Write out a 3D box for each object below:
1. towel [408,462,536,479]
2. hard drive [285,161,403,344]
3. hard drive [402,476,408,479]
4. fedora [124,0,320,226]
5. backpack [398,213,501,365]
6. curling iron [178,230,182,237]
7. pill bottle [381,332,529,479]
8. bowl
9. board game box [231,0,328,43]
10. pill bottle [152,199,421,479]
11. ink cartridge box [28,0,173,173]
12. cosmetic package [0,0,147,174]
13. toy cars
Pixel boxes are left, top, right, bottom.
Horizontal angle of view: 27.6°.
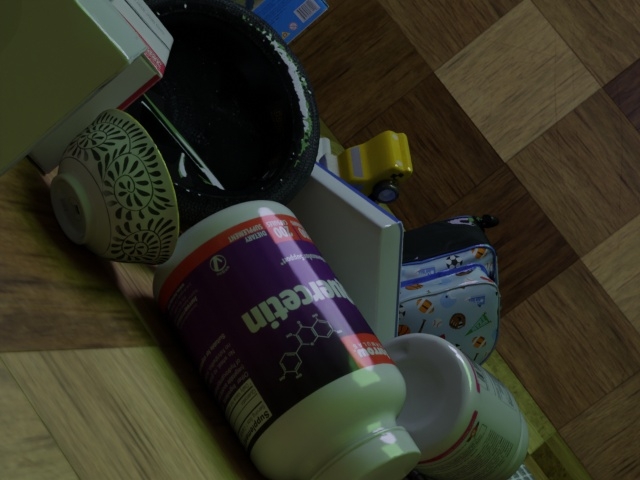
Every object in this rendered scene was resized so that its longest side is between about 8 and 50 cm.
[{"bbox_3d":[0.206,0.318,1.936,0.283,0.121,0.235,56,12,24],"label":"towel"},{"bbox_3d":[0.000,0.000,1.783,0.319,0.040,0.210,38,-43,45],"label":"hard drive"},{"bbox_3d":[0.007,0.198,1.687,0.233,0.047,0.353,45,12,-35],"label":"hard drive"},{"bbox_3d":[-0.167,-0.158,1.745,0.334,0.334,0.152,52,-23,4],"label":"fedora"},{"bbox_3d":[0.182,0.117,2.139,0.213,0.276,0.263,-105,-175,-50],"label":"backpack"},{"bbox_3d":[-0.159,0.005,1.494,0.274,0.068,0.035,56,37,-54],"label":"curling iron"},{"bbox_3d":[0.166,0.231,1.685,0.160,0.160,0.283,58,11,31],"label":"pill bottle"},{"bbox_3d":[-0.224,-0.043,1.331,0.080,0.170,0.170,-22,67,-34],"label":"bowl"},{"bbox_3d":[-0.143,-0.380,2.321,0.086,0.308,0.302,46,11,-22],"label":"board game box"},{"bbox_3d":[-0.032,0.126,1.377,0.323,0.181,0.181,55,11,22],"label":"pill bottle"},{"bbox_3d":[-0.266,-0.193,1.489,0.100,0.172,0.237,49,10,-16],"label":"ink cartridge box"},{"bbox_3d":[-0.305,-0.168,1.078,0.224,0.225,0.138,50,8,-11],"label":"cosmetic package"},{"bbox_3d":[-0.015,-0.086,1.905,0.087,0.176,0.394,28,-12,-29],"label":"toy cars"}]
